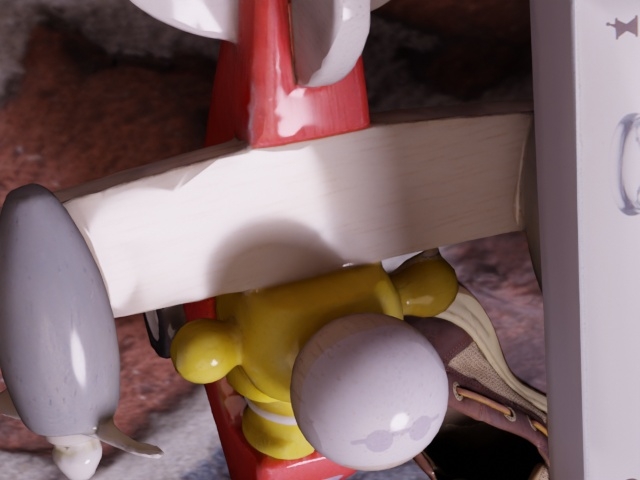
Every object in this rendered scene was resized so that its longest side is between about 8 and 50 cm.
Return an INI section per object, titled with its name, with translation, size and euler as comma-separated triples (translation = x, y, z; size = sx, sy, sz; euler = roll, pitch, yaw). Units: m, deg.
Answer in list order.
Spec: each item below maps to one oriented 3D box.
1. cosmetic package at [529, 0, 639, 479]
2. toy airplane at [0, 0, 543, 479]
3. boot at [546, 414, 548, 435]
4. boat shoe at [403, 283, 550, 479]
[cosmetic package]
translation = 0.257, 0.008, 0.789
size = 0.284, 0.097, 0.377
euler = -8, 121, 0
[toy airplane]
translation = 0.000, 0.000, 0.889
size = 0.386, 0.272, 0.384
euler = -41, 137, 15
[boot]
translation = 0.268, 0.074, 1.016
size = 0.283, 0.220, 0.109
euler = -1, 119, -5
[boat shoe]
translation = 0.130, 0.170, 1.192
size = 0.123, 0.123, 0.342
euler = -17, 135, 19
